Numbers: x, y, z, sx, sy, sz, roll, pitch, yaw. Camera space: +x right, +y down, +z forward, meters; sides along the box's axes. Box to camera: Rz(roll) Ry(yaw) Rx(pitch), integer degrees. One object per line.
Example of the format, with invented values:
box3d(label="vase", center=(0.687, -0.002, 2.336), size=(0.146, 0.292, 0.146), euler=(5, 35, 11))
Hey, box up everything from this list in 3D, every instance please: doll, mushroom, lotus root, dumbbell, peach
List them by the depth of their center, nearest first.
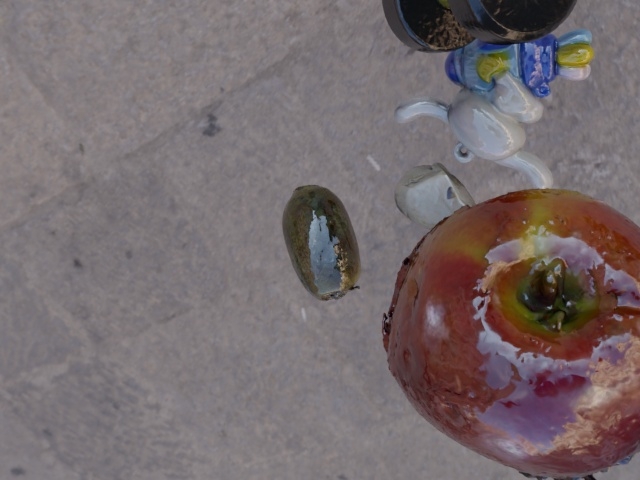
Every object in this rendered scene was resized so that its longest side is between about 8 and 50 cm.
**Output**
box3d(label="peach", center=(0.259, 0.108, 0.955), size=(0.353, 0.339, 0.416), euler=(28, 170, 19))
box3d(label="mushroom", center=(0.163, -0.068, 1.144), size=(0.108, 0.247, 0.096), euler=(-7, 97, -1))
box3d(label="dumbbell", center=(0.246, -0.412, 1.229), size=(0.203, 0.322, 0.204), euler=(-3, 102, -17))
box3d(label="doll", center=(0.393, -0.329, 1.656), size=(0.376, 0.187, 0.366), euler=(23, 114, -4))
box3d(label="lotus root", center=(0.000, 0.000, 1.765), size=(0.160, 0.275, 0.152), euler=(-16, 163, -4))
